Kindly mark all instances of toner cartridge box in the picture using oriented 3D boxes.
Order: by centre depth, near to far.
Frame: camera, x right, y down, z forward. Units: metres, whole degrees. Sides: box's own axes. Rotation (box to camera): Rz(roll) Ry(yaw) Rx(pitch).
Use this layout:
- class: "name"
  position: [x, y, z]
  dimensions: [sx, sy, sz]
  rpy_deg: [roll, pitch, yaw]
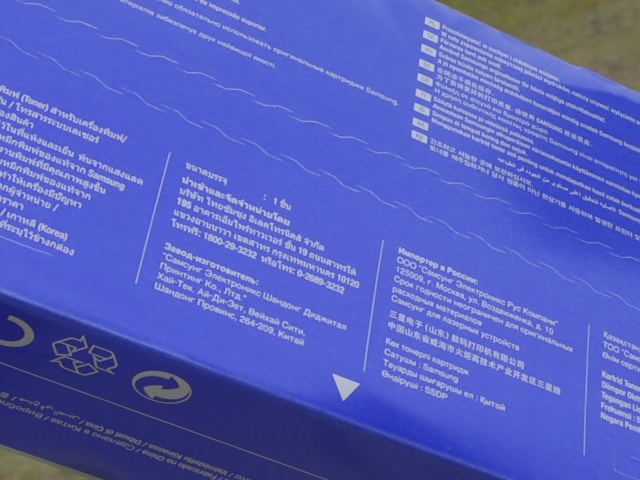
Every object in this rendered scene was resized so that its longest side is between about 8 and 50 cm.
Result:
- class: "toner cartridge box"
  position: [0.000, 0.000, 0.459]
  dimensions: [0.348, 0.165, 0.075]
  rpy_deg: [23, -41, -15]
